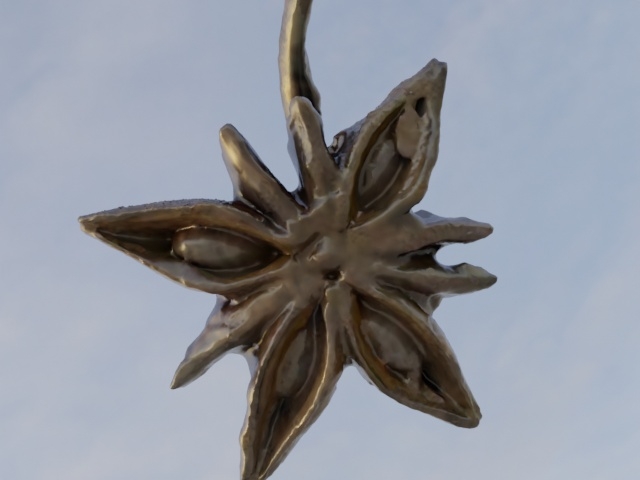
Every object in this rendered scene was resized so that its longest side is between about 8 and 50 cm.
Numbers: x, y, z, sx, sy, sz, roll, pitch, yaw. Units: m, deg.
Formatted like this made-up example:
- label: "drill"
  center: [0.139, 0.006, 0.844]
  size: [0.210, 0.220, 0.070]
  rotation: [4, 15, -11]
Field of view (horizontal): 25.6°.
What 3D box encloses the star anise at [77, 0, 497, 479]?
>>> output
- label: "star anise"
  center: [-0.001, 0.001, 1.015]
  size: [0.292, 0.109, 0.349]
  rotation: [-35, -84, -12]
